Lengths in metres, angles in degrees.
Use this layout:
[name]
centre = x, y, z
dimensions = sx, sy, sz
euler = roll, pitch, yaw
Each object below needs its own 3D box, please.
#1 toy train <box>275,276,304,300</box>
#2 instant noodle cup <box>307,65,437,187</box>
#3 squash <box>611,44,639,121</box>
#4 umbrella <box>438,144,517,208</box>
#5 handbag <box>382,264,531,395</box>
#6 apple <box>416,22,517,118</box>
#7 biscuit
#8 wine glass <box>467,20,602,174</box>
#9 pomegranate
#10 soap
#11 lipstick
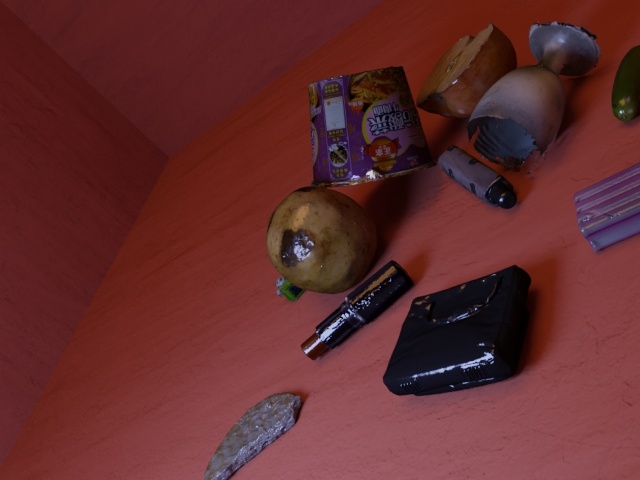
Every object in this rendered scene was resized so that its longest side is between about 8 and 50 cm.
[toy train]
centre = -0.041, 0.075, 2.042
dimensions = 0.202, 0.060, 0.081
euler = -50, 32, -9
[instant noodle cup]
centre = 0.115, -0.292, 1.942
dimensions = 0.340, 0.265, 0.340
euler = -10, 10, 2
[squash]
centre = 0.652, -0.341, 1.590
dimensions = 0.066, 0.066, 0.252
euler = -17, 36, 47
[umbrella]
centre = 0.359, -0.145, 1.744
dimensions = 0.073, 0.067, 0.337
euler = -56, 23, 10
[handbag]
centre = 0.256, 0.172, 1.401
dimensions = 0.275, 0.088, 0.244
euler = -26, 28, 42
[apple]
centre = 0.399, -0.411, 1.975
dimensions = 0.251, 0.163, 0.293
euler = -56, 12, -5
[biscuit]
centre = -0.154, 0.428, 1.699
dimensions = 0.290, 0.038, 0.141
euler = -42, 24, 5
[wine glass]
centre = 0.473, -0.324, 1.700
dimensions = 0.190, 0.190, 0.357
euler = -3, 49, 56
[pomegranate]
centre = 0.000, 0.000, 1.849
dimensions = 0.281, 0.281, 0.281
euler = -36, 26, 21
[soap]
centre = 0.552, -0.073, 1.333
dimensions = 0.203, 0.065, 0.122
euler = -29, 30, 32
[lipstick]
centre = 0.076, 0.162, 1.701
dimensions = 0.300, 0.081, 0.081
euler = -41, 25, 10
